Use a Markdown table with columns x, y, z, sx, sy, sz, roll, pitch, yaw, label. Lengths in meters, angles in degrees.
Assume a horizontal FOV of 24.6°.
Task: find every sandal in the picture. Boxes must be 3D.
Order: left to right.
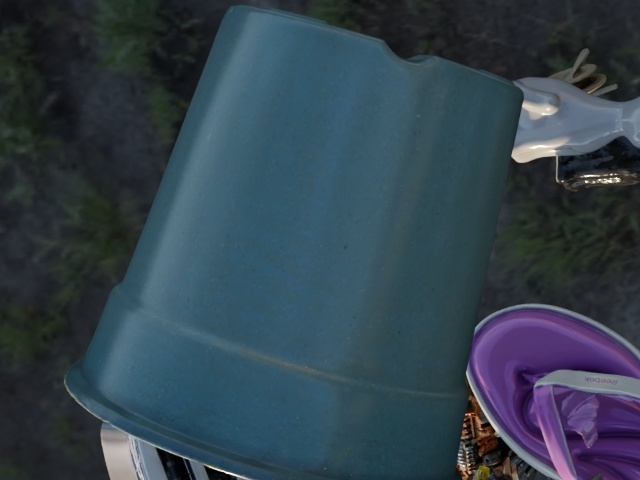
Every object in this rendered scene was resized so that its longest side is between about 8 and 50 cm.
| x | y | z | sx | sy | sz | roll | pitch | yaw | label |
| --- | --- | --- | --- | --- | --- | --- | --- | --- | --- |
| 0.306 | 0.205 | 1.486 | 0.169 | 0.102 | 0.416 | -44 | 62 | -1 | sandal |

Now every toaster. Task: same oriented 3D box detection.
| x | y | z | sx | sy | sz | roll | pitch | yaw | label |
| --- | --- | --- | --- | --- | --- | --- | --- | --- | --- |
| -0.145 | 0.240 | 1.540 | 0.146 | 0.129 | 0.227 | -19 | 90 | 68 | toaster |

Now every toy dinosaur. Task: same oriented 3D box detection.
| x | y | z | sx | sy | sz | roll | pitch | yaw | label |
| --- | --- | --- | --- | --- | --- | --- | --- | --- | --- |
| 0.243 | 0.253 | 1.865 | 0.164 | 0.218 | 0.322 | 47 | 171 | 45 | toy dinosaur |

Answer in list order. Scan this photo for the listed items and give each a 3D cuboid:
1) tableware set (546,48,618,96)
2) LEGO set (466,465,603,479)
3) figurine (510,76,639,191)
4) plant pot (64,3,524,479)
| x | y | z | sx | sy | sz | roll | pitch | yaw | label |
| --- | --- | --- | --- | --- | --- | --- | --- | --- | --- |
| 0.252 | -0.178 | 1.783 | 0.194 | 0.128 | 0.039 | -21 | 105 | -2 | tableware set |
| 0.101 | 0.309 | 1.305 | 0.255 | 0.331 | 0.192 | 31 | 153 | 15 | LEGO set |
| 0.325 | -0.114 | 1.555 | 0.209 | 0.215 | 0.092 | 3 | 80 | 36 | figurine |
| 0.000 | 0.000 | 1.203 | 0.341 | 0.341 | 0.334 | 19 | 95 | 35 | plant pot |
